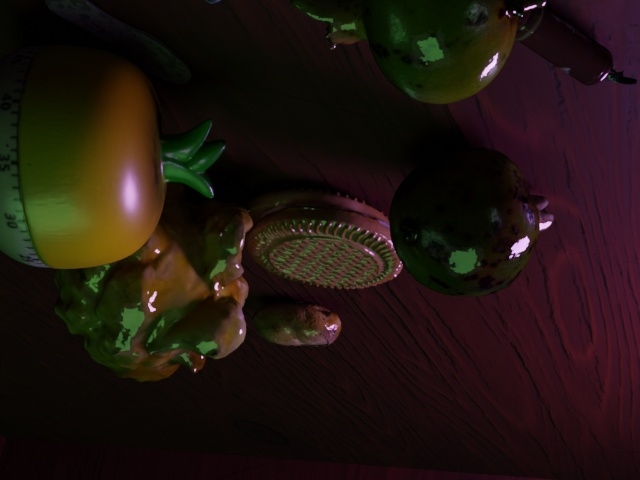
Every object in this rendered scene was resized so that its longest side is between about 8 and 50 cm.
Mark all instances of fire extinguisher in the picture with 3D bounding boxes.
[{"bbox_3d":[0.245,-0.195,0.923,0.158,0.043,0.064,25,-179,-28],"label":"fire extinguisher"}]

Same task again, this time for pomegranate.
[{"bbox_3d":[0.200,-0.024,1.167,0.247,0.202,0.202,-11,170,-36],"label":"pomegranate"},{"bbox_3d":[0.086,-0.216,0.851,0.220,0.156,0.156,31,171,38],"label":"pomegranate"}]

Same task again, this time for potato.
[{"bbox_3d":[-0.042,0.157,1.726,0.170,0.080,0.107,-5,144,22],"label":"potato"}]

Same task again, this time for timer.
[{"bbox_3d":[-0.243,-0.096,1.072,0.285,0.285,0.285,8,155,4],"label":"timer"}]

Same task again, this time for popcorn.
[{"bbox_3d":[-0.244,0.058,1.343,0.278,0.275,0.335,1,159,-11],"label":"popcorn"}]

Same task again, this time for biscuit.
[{"bbox_3d":[0.000,0.000,1.383,0.259,0.079,0.259,7,156,3],"label":"biscuit"}]

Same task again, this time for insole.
[{"bbox_3d":[-0.229,-0.233,1.060,0.193,0.006,0.065,29,149,-34],"label":"insole"}]

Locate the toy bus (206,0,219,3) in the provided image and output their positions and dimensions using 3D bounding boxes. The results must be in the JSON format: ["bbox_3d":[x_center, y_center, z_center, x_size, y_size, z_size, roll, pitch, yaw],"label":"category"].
[{"bbox_3d":[-0.150,-0.288,0.869,0.165,0.047,0.065,27,154,-33],"label":"toy bus"}]
